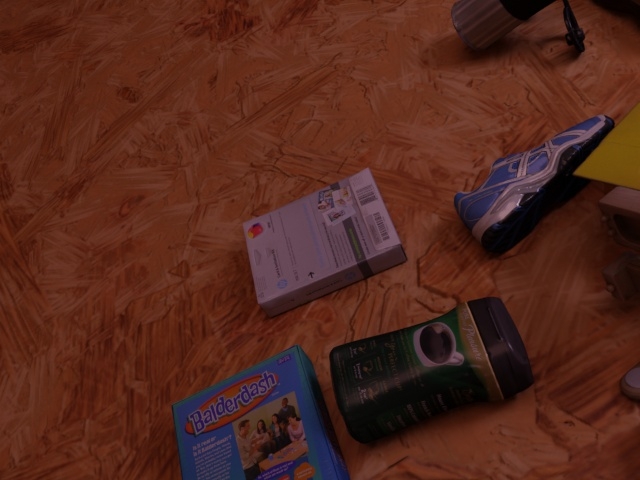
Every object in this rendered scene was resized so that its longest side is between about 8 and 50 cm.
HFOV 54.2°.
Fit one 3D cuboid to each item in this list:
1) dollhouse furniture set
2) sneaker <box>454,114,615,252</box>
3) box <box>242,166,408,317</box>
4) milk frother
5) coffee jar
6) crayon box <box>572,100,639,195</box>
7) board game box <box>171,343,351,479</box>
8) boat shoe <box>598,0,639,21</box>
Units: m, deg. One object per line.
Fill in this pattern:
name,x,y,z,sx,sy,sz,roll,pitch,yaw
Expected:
dollhouse furniture set,0.278,0.062,0.522,0.123,0.151,0.144,-36,22,-5
sneaker,0.244,-0.080,0.710,0.211,0.080,0.081,-36,50,-7
box,0.000,0.000,0.791,0.186,0.038,0.145,-23,47,6
milk frother,0.281,-0.305,0.872,0.134,0.129,0.143,-27,68,52
coffee jar,0.106,0.125,0.610,0.184,0.079,0.096,-21,44,10
crayon box,0.421,-0.109,0.606,0.318,0.081,0.202,-41,38,-20
board game box,-0.058,0.229,0.627,0.160,0.047,0.210,-26,47,5
boat shoe,0.442,-0.363,0.850,0.095,0.095,0.258,-18,52,-7
